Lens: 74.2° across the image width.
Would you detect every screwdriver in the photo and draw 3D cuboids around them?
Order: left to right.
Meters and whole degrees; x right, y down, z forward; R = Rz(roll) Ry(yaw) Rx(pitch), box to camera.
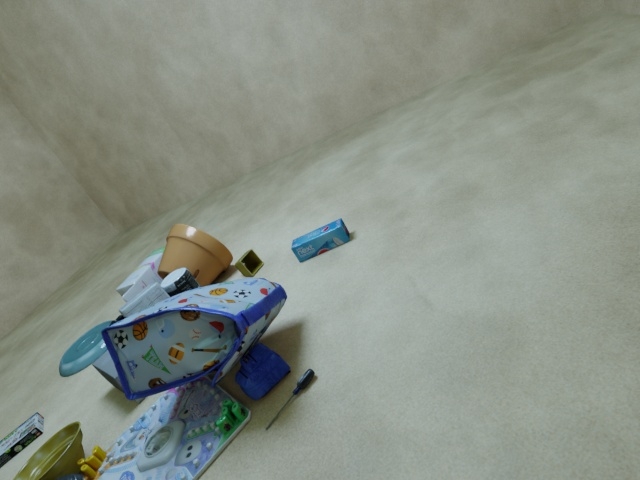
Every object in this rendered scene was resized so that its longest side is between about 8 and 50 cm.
[{"bbox_3d":[-0.072,0.373,0.995,0.170,0.024,0.025,-47,-1,-19],"label":"screwdriver"}]

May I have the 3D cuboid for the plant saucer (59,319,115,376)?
[{"bbox_3d":[-1.020,0.461,1.873,0.317,0.044,0.318,-24,25,12],"label":"plant saucer"}]

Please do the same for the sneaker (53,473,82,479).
[{"bbox_3d":[-0.719,0.642,0.993,0.281,0.162,0.106,-37,44,3],"label":"sneaker"}]

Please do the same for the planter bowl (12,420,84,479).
[{"bbox_3d":[-0.720,0.617,1.155,0.217,0.090,0.217,-32,18,12],"label":"planter bowl"}]

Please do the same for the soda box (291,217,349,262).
[{"bbox_3d":[0.000,0.000,1.561,0.209,0.071,0.067,-24,26,15],"label":"soda box"}]

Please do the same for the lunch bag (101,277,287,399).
[{"bbox_3d":[-0.304,0.241,1.146,0.385,0.239,0.328,-21,3,16],"label":"lunch bag"}]

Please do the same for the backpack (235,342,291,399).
[{"bbox_3d":[-0.159,0.330,1.072,0.120,0.101,0.098,-45,21,-21],"label":"backpack"}]

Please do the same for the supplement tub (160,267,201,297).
[{"bbox_3d":[-0.497,0.206,1.585,0.116,0.191,0.117,-24,25,12],"label":"supplement tub"}]

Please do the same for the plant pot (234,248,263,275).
[{"bbox_3d":[-0.299,0.096,1.715,0.083,0.081,0.081,-20,24,46],"label":"plant pot"}]

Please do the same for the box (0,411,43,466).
[{"bbox_3d":[-1.064,0.703,1.458,0.207,0.036,0.114,-40,26,-21],"label":"box"}]

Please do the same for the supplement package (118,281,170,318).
[{"bbox_3d":[-0.579,0.272,1.491,0.149,0.203,0.194,-43,13,-25],"label":"supplement package"}]

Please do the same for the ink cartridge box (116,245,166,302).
[{"bbox_3d":[-0.716,0.207,1.812,0.119,0.207,0.354,-16,27,26],"label":"ink cartridge box"}]

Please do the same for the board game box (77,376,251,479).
[{"bbox_3d":[-0.412,0.509,1.074,0.390,0.050,0.389,-44,27,-26],"label":"board game box"}]

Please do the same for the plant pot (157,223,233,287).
[{"bbox_3d":[-0.544,0.097,1.784,0.290,0.291,0.204,-5,52,44],"label":"plant pot"}]

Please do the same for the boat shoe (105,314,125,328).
[{"bbox_3d":[-0.767,0.360,1.677,0.113,0.127,0.340,-53,21,-18],"label":"boat shoe"}]

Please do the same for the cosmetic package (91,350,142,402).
[{"bbox_3d":[-0.640,0.432,1.392,0.237,0.127,0.107,-2,36,50],"label":"cosmetic package"}]
